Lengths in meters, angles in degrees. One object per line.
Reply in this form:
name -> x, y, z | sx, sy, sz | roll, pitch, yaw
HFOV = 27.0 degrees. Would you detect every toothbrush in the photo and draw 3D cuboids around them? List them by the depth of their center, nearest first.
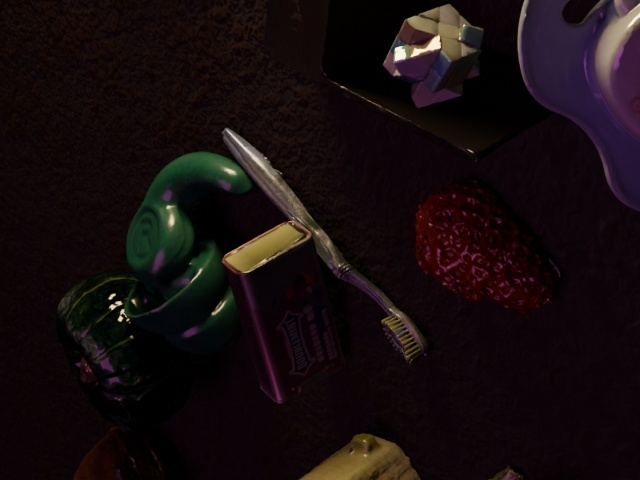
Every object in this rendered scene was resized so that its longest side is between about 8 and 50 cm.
toothbrush -> 0.000, 0.000, 1.736 | 0.413, 0.042, 0.035 | 49, 141, 18

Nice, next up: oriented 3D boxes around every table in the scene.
table -> 0.115, -0.267, 1.321 | 0.282, 0.196, 0.250 | 30, 132, 29

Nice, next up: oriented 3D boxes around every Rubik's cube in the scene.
Rubik's cube -> 0.104, -0.160, 1.191 | 0.073, 0.084, 0.075 | 47, 154, 17

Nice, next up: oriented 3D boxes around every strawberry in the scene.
strawberry -> 0.180, 0.013, 1.509 | 0.188, 0.082, 0.121 | 41, 135, 27

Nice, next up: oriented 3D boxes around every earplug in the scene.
earplug -> -0.174, 0.028, 1.889 | 0.280, 0.257, 0.164 | 58, 178, -25

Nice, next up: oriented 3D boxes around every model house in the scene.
model house -> 0.031, 0.391, 1.822 | 0.175, 0.193, 0.234 | 9, 120, 48

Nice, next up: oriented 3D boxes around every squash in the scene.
squash -> -0.298, 0.169, 2.040 | 0.252, 0.165, 0.252 | 56, 162, 29

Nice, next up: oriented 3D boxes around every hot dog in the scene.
hot dog -> -0.341, 0.428, 2.319 | 0.196, 0.122, 0.272 | 57, 146, 8

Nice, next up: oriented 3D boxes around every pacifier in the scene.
pacifier -> 0.297, -0.170, 1.210 | 0.287, 0.238, 0.226 | 43, 179, -19

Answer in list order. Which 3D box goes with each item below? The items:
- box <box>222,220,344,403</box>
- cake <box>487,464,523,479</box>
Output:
box -> -0.046, 0.095, 1.750 | 0.069, 0.120, 0.224 | 36, 149, 48
cake -> 0.223, 0.335, 1.708 | 0.051, 0.055, 0.140 | 50, 123, 15
